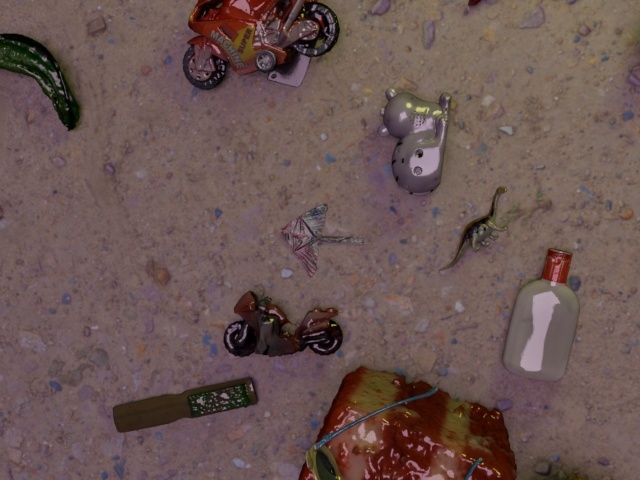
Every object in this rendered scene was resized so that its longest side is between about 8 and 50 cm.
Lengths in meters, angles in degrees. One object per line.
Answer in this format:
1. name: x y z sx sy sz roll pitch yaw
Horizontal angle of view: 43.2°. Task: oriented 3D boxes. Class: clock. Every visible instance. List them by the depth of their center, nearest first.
1. clock: 0.153 -0.166 1.359 0.117 0.080 0.176 7 95 8

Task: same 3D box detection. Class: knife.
1. knife: -0.031 -0.392 1.404 0.072 0.019 0.245 15 101 6

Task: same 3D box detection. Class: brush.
1. brush: -0.255 0.308 1.491 0.282 0.048 0.054 -14 90 12

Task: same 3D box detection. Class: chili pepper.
1. chili pepper: -0.549 -0.313 1.472 0.279 0.065 0.122 28 95 2

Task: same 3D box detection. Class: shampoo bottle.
1. shampoo bottle: 0.380 0.124 1.362 0.108 0.051 0.220 13 98 11

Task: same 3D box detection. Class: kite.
1. kite: 0.000 0.000 1.438 0.153 0.005 0.137 13 100 8

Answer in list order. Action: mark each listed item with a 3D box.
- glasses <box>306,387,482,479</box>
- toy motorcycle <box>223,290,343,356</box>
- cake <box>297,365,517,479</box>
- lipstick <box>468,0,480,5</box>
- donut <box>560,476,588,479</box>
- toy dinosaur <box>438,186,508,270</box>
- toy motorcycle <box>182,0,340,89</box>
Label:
1. glasses: 0.109 0.329 1.164 0.221 0.088 0.189 -32 80 -7
2. toy motorcycle: -0.067 0.147 1.425 0.213 0.084 0.118 -1 94 2
3. cake: 0.135 0.386 1.315 0.320 0.269 0.270 20 98 8
4. lipstick: 0.295 -0.434 1.336 0.129 0.030 0.030 -42 88 11
5. donut: 0.367 0.537 1.298 0.160 0.330 0.330 30 100 34
6. toy dinosaur: 0.273 -0.007 1.378 0.058 0.037 0.180 41 94 28
7. toy motorcycle: -0.116 -0.362 1.373 0.298 0.089 0.171 -13 96 19
